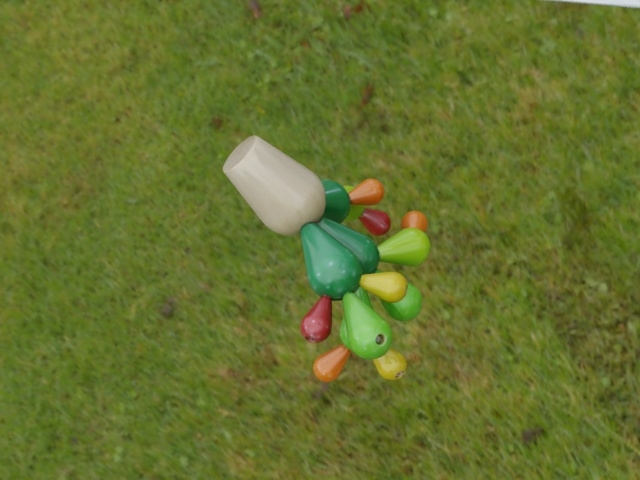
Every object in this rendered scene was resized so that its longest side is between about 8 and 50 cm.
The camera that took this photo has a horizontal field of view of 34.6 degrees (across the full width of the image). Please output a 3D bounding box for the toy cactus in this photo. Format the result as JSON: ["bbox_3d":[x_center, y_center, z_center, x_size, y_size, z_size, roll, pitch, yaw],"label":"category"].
[{"bbox_3d":[0.000,0.000,0.738,0.112,0.180,0.219,-36,24,27],"label":"toy cactus"}]

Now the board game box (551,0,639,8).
[{"bbox_3d":[0.341,-0.472,1.241,0.390,0.050,0.390,12,89,28],"label":"board game box"}]
